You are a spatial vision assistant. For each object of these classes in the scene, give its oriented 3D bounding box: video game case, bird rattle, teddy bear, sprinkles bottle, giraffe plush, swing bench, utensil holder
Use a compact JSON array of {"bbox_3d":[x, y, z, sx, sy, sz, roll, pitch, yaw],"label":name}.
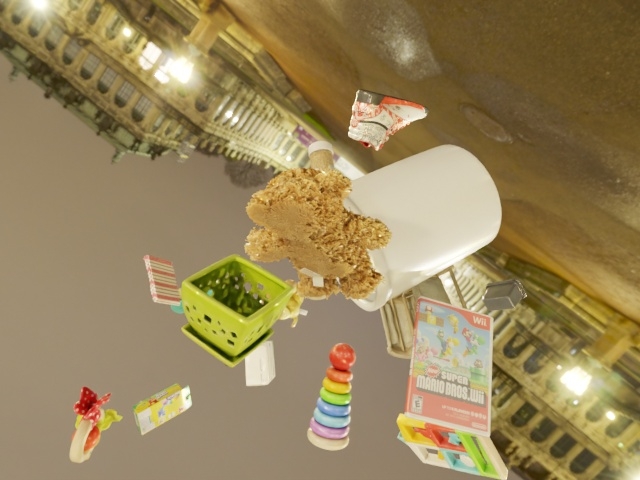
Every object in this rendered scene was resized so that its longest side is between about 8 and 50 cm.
[{"bbox_3d":[0.314,0.294,0.981,0.204,0.285,0.025,17,154,-7],"label":"video game case"},{"bbox_3d":[-0.735,0.603,1.326,0.143,0.253,0.207,18,-124,-15],"label":"bird rattle"},{"bbox_3d":[0.000,0.000,0.709,0.338,0.245,0.113,45,-138,-38],"label":"teddy bear"},{"bbox_3d":[0.018,-0.297,1.963,0.121,0.121,0.355,24,-126,-55],"label":"sprinkles bottle"},{"bbox_3d":[-0.170,0.250,1.728,0.170,0.181,0.210,13,151,32],"label":"giraffe plush"},{"bbox_3d":[0.330,0.222,1.343,0.165,0.254,0.253,22,-140,-27],"label":"swing bench"},{"bbox_3d":[0.218,-0.047,1.079,0.327,0.385,0.327,57,163,28],"label":"utensil holder"}]

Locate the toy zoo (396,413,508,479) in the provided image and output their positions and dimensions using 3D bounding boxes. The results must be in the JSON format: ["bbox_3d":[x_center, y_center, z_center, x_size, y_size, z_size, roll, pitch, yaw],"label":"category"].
[{"bbox_3d":[0.343,0.572,1.152,0.030,0.293,0.192,-50,-63,-42],"label":"toy zoo"}]

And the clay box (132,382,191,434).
[{"bbox_3d":[-0.656,0.695,1.716,0.222,0.127,0.053,-21,-146,-39],"label":"clay box"}]

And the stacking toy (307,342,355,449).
[{"bbox_3d":[0.048,0.511,1.375,0.141,0.330,0.141,9,179,0],"label":"stacking toy"}]

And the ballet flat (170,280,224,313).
[{"bbox_3d":[-0.468,0.218,1.697,0.123,0.349,0.123,-13,-90,-69],"label":"ballet flat"}]

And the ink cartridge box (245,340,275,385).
[{"bbox_3d":[-0.249,0.506,1.708,0.219,0.093,0.160,83,-178,-78],"label":"ink cartridge box"}]

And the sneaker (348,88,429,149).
[{"bbox_3d":[0.189,-0.331,1.158,0.270,0.145,0.090,-5,-150,-40],"label":"sneaker"}]

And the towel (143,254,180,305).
[{"bbox_3d":[-0.611,0.157,1.585,0.144,0.029,0.197,37,-149,-66],"label":"towel"}]

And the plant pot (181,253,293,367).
[{"bbox_3d":[-0.243,0.203,1.156,0.227,0.207,0.228,28,-151,18],"label":"plant pot"}]

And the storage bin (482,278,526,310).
[{"bbox_3d":[0.672,0.214,1.513,0.135,0.091,0.098,-20,106,51],"label":"storage bin"}]
